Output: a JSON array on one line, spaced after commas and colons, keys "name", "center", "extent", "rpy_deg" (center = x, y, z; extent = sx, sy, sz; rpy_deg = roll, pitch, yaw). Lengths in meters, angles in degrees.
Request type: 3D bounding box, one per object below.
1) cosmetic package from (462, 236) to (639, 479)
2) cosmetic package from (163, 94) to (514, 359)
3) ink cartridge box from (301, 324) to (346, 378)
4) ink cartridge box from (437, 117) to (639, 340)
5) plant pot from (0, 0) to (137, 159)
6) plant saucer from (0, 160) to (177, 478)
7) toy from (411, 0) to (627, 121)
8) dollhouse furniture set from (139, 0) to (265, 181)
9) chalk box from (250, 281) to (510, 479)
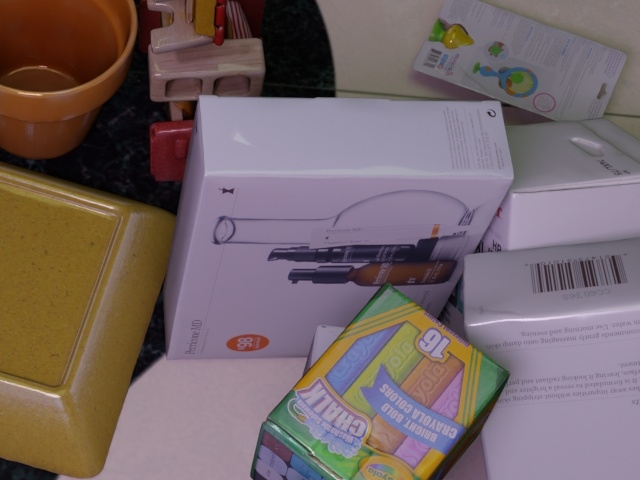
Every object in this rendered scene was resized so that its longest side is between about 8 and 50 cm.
[{"name": "cosmetic package", "center": [0.261, 0.204, 1.345], "extent": [0.217, 0.385, 0.156], "rpy_deg": [-6, 22, 8]}, {"name": "cosmetic package", "center": [0.000, 0.000, 1.433], "extent": [0.284, 0.377, 0.097], "rpy_deg": [2, 60, -10]}, {"name": "ink cartridge box", "center": [0.021, 0.235, 1.364], "extent": [0.117, 0.278, 0.201], "rpy_deg": [10, 59, -3]}, {"name": "ink cartridge box", "center": [0.242, 0.032, 1.494], "extent": [0.197, 0.270, 0.198], "rpy_deg": [-6, 23, -15]}, {"name": "plant pot", "center": [-0.310, -0.191, 1.585], "extent": [0.205, 0.188, 0.205], "rpy_deg": [5, 61, -9]}, {"name": "plant saucer", "center": [-0.342, 0.046, 1.508], "extent": [0.332, 0.081, 0.333], "rpy_deg": [16, 58, -3]}, {"name": "toy", "center": [0.245, -0.212, 1.793], "extent": [0.237, 0.056, 0.137], "rpy_deg": [23, 62, 7]}, {"name": "dollhouse furniture set", "center": [-0.113, -0.236, 1.548], "extent": [0.152, 0.374, 0.201], "rpy_deg": [-3, 63, -9]}, {"name": "chalk box", "center": [0.033, 0.168, 1.167], "extent": [0.132, 0.132, 0.213], "rpy_deg": [36, 63, 12]}]
